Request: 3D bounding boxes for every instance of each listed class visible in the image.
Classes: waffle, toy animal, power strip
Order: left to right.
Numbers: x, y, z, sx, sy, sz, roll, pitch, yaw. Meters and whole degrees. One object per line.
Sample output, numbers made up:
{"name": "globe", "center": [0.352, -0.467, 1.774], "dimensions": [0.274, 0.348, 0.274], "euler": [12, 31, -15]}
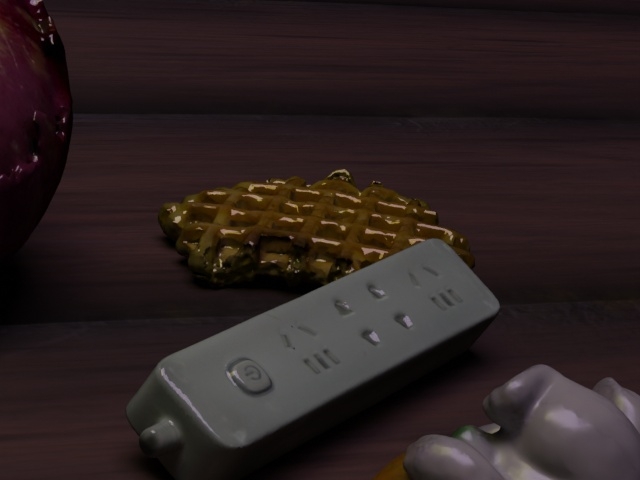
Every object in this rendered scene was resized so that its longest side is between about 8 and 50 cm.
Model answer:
{"name": "waffle", "center": [0.000, -0.002, 1.449], "dimensions": [0.291, 0.051, 0.291], "euler": [6, 21, -2]}
{"name": "power strip", "center": [0.001, 0.086, 1.187], "dimensions": [0.091, 0.062, 0.385], "euler": [48, 36, 16]}
{"name": "toy animal", "center": [0.067, 0.191, 0.820], "dimensions": [0.154, 0.208, 0.325], "euler": [40, 35, 11]}

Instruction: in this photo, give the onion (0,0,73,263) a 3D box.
{"name": "onion", "center": [-0.372, -0.096, 1.266], "dimensions": [0.358, 0.345, 0.358], "euler": [9, 39, -7]}
